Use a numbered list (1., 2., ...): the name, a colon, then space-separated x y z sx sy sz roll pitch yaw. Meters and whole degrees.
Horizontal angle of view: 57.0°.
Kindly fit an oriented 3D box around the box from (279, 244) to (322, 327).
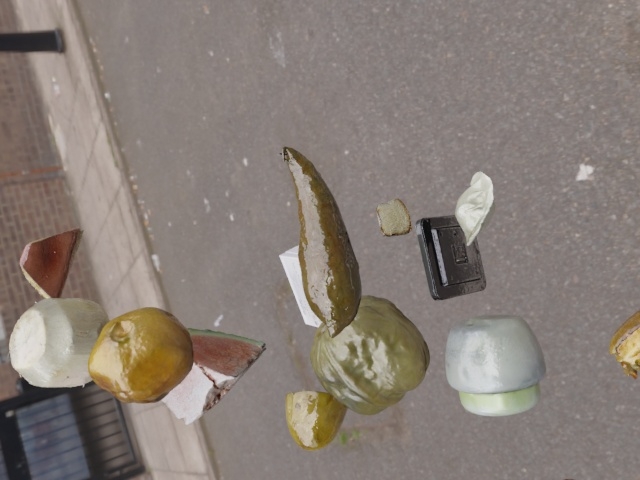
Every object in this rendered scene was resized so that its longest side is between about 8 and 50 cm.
1. box: -0.001 0.154 1.965 0.203 0.116 0.274 2 116 57

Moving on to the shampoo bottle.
1. shampoo bottle: 0.578 0.404 1.972 0.322 0.323 0.317 -14 88 61

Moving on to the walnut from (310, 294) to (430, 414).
1. walnut: 0.116 0.286 1.472 0.277 0.282 0.253 46 -175 -2

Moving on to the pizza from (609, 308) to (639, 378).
1. pizza: 0.528 0.176 0.789 0.251 0.074 0.287 -6 102 47

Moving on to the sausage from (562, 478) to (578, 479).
1. sausage: 0.523 0.595 1.253 0.076 0.197 0.076 17 131 20

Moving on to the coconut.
1. coconut: -0.447 0.181 1.042 0.161 0.162 0.161 -11 70 32

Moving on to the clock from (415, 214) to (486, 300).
1. clock: 0.445 0.049 1.962 0.049 0.279 0.273 -19 81 50

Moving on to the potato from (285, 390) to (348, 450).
1. potato: -0.018 0.562 1.805 0.178 0.204 0.158 80 -166 -55

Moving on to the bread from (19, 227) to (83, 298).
1. bread: -0.625 0.048 1.348 0.067 0.119 0.192 -4 67 49

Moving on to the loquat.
1. loquat: -0.226 0.151 0.761 0.113 0.137 0.137 33 131 28

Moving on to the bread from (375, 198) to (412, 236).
1. bread: 0.244 -0.074 2.015 0.044 0.126 0.129 -22 82 63

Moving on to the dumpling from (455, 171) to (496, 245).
1. dumpling: 0.490 -0.098 1.831 0.126 0.215 0.166 35 168 0

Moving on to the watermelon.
1. watermelon: -0.281 0.311 1.450 0.193 0.310 0.231 -52 41 21

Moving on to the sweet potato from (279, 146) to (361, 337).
1. sweet potato: 0.003 -0.002 1.272 0.130 0.131 0.422 -31 68 59
